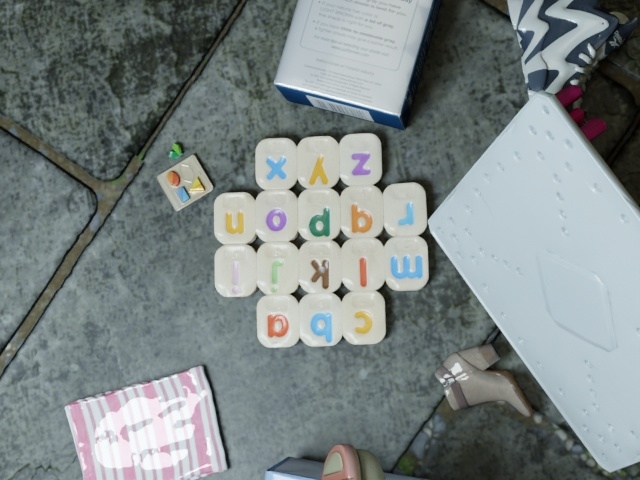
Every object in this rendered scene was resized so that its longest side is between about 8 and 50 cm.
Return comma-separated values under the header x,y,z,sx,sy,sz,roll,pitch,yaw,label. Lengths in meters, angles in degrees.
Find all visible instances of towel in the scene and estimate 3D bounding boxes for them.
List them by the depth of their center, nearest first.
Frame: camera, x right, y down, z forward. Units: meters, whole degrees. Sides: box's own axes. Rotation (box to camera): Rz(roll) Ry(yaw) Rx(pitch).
x,y,z,sx,sy,sz,roll,pitch,yaw,label
-0.230,0.259,1.631,0.197,0.029,0.144,-16,83,6,towel

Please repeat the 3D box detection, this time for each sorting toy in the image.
x,y,z,sx,sy,sz,roll,pitch,yaw,label
-0.190,-0.089,1.669,0.062,0.012,0.083,-32,81,4,sorting toy

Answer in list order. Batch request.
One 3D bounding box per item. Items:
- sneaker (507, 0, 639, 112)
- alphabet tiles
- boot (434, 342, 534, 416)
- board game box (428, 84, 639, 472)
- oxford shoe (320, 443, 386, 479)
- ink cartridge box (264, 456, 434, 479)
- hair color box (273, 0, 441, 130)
x,y,z,sx,sy,sz,roll,pitch,yaw,label
0.335,-0.225,1.566,0.153,0.094,0.235,-15,72,15,sneaker
0.000,0.000,1.628,0.284,0.021,0.278,-3,83,8,alphabet tiles
0.205,0.191,1.573,0.087,0.042,0.118,-33,79,10,boot
0.307,0.058,1.408,0.050,0.390,0.390,-31,80,-22,board game box
0.090,0.416,1.365,0.146,0.140,0.397,-7,80,-19,oxford shoe
0.049,0.484,1.493,0.269,0.151,0.396,7,90,14,ink cartridge box
0.074,-0.335,1.610,0.173,0.105,0.347,16,87,9,hair color box
